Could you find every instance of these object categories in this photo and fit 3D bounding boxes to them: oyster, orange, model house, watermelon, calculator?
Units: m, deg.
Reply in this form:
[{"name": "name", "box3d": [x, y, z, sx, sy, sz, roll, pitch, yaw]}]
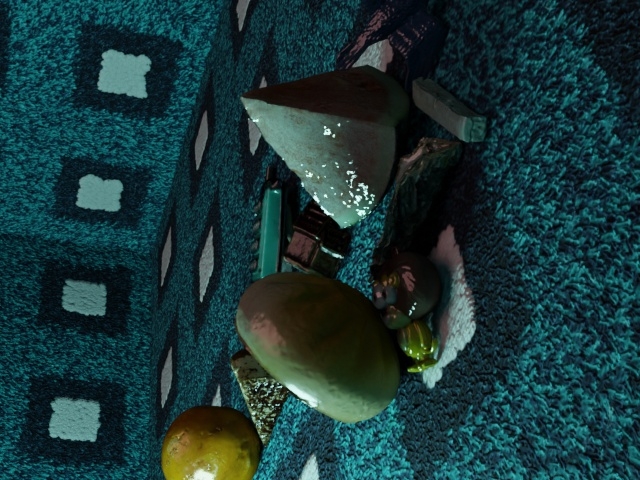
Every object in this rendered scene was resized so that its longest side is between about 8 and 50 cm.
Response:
[{"name": "oyster", "box3d": [0.132, -0.046, 1.499, 0.252, 0.087, 0.199, -62, -5, -3]}, {"name": "orange", "box3d": [-0.260, 0.505, 2.215, 0.240, 0.240, 0.240, -171, 90, -72]}, {"name": "model house", "box3d": [0.005, 0.003, 1.882, 0.165, 0.106, 0.152, 25, 95, 35]}, {"name": "watermelon", "box3d": [0.041, -0.220, 1.638, 0.250, 0.292, 0.283, -29, 47, 31]}, {"name": "calculator", "box3d": [-0.132, -0.018, 2.289, 0.274, 0.058, 0.249, 161, 114, -79]}]

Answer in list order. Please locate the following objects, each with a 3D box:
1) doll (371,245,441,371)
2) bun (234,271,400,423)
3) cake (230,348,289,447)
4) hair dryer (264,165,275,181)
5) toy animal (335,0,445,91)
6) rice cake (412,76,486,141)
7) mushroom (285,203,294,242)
[{"name": "doll", "box3d": [0.137, 0.100, 1.415, 0.145, 0.096, 0.188, 108, 152, -49]}, {"name": "bun", "box3d": [0.016, 0.148, 1.492, 0.165, 0.299, 0.299, -50, 25, 10]}, {"name": "cake", "box3d": [-0.158, 0.358, 2.128, 0.112, 0.135, 0.246, -104, 28, -48]}, {"name": "hair dryer", "box3d": [-0.142, -0.173, 2.510, 0.083, 0.026, 0.047, 167, 112, -75]}, {"name": "toy animal", "box3d": [0.125, -0.388, 1.574, 0.255, 0.239, 0.176, -40, -12, 0]}, {"name": "rice cake", "box3d": [0.196, -0.205, 1.444, 0.245, 0.042, 0.045, -121, 28, -62]}, {"name": "mushroom", "box3d": [-0.062, -0.027, 2.179, 0.068, 0.043, 0.306, -58, 20, 6]}]
